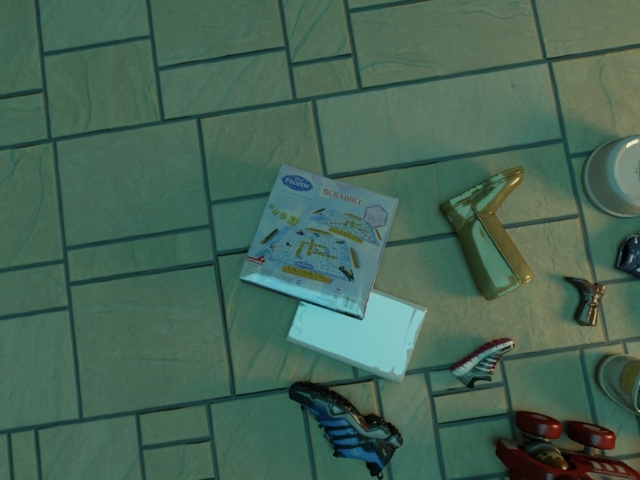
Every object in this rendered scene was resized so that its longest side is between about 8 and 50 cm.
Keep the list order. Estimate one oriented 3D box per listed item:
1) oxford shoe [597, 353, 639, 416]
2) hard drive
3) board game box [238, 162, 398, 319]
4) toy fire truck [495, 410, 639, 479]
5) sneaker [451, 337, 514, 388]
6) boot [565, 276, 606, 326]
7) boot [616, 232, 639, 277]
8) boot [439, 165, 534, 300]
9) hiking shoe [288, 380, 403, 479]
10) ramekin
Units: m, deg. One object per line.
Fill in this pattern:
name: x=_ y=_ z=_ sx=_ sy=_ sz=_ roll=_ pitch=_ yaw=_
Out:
oxford shoe: x=0.887 y=0.409 z=1.106 sx=0.450 sy=0.130 sz=0.169 roll=27 pitch=84 yaw=3
hard drive: x=0.090 y=0.212 z=1.197 sx=0.308 sy=0.040 sz=0.203 roll=20 pitch=86 yaw=3
board game box: x=0.000 y=0.000 z=1.181 sx=0.319 sy=0.066 sz=0.317 roll=18 pitch=75 yaw=4
toy fire truck: x=0.566 y=0.508 z=1.043 sx=0.302 sy=0.254 sz=0.169 roll=10 pitch=85 yaw=3
sneaker: x=0.413 y=0.306 z=1.166 sx=0.170 sy=0.063 sz=0.074 roll=-34 pitch=84 yaw=4
boot: x=0.654 y=0.155 z=1.186 sx=0.107 sy=0.037 sz=0.114 roll=18 pitch=90 yaw=6
boot: x=0.813 y=-0.001 z=1.174 sx=0.086 sy=0.069 sz=0.189 roll=20 pitch=87 yaw=1
boot: x=0.458 y=-0.020 z=1.186 sx=0.236 sy=0.089 sz=0.269 roll=-29 pitch=84 yaw=10
hiking shoe: x=0.045 y=0.455 z=1.138 sx=0.304 sy=0.113 sz=0.132 roll=29 pitch=86 yaw=4
ramekin: x=0.781 y=-0.165 z=1.172 sx=0.207 sy=0.109 sz=0.207 roll=0 pitch=84 yaw=2
